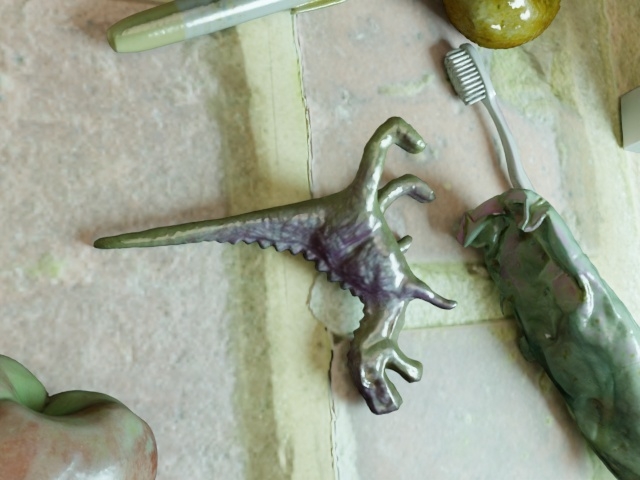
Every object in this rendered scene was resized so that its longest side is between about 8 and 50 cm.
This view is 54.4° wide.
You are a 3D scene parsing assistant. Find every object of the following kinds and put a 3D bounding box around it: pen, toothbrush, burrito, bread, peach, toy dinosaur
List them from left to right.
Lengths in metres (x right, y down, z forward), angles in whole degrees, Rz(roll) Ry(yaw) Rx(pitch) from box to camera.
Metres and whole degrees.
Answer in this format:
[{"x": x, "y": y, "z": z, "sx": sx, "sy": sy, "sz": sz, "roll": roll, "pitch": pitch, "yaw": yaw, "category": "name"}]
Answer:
[{"x": -0.180, "y": 0.142, "z": 0.343, "sx": 0.152, "sy": 0.152, "sz": 0.152, "roll": 3, "pitch": 80, "yaw": -20, "category": "peach"}, {"x": -0.053, "y": -0.186, "z": 0.491, "sx": 0.233, "sy": 0.032, "sz": 0.040, "roll": -26, "pitch": 114, "yaw": -20, "category": "pen"}, {"x": 0.002, "y": 0.001, "z": 0.460, "sx": 0.251, "sy": 0.072, "sz": 0.199, "roll": 39, "pitch": 80, "yaw": -21, "category": "toy dinosaur"}, {"x": 0.184, "y": -0.034, "z": 0.555, "sx": 0.030, "sy": 0.025, "sz": 0.307, "roll": -25, "pitch": 90, "yaw": -14, "category": "toothbrush"}, {"x": 0.199, "y": -0.323, "z": 0.577, "sx": 0.124, "sy": 0.084, "sz": 0.344, "roll": 40, "pitch": 66, "yaw": -41, "category": "bread"}, {"x": 0.225, "y": 0.092, "z": 0.516, "sx": 0.066, "sy": 0.096, "sz": 0.309, "roll": -36, "pitch": 92, "yaw": -40, "category": "burrito"}]

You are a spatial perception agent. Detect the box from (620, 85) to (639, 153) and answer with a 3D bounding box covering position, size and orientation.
[{"x": 0.492, "y": -0.117, "z": 0.590, "sx": 0.343, "sy": 0.200, "sz": 0.065, "roll": 7, "pitch": 76, "yaw": -19, "category": "box"}]
